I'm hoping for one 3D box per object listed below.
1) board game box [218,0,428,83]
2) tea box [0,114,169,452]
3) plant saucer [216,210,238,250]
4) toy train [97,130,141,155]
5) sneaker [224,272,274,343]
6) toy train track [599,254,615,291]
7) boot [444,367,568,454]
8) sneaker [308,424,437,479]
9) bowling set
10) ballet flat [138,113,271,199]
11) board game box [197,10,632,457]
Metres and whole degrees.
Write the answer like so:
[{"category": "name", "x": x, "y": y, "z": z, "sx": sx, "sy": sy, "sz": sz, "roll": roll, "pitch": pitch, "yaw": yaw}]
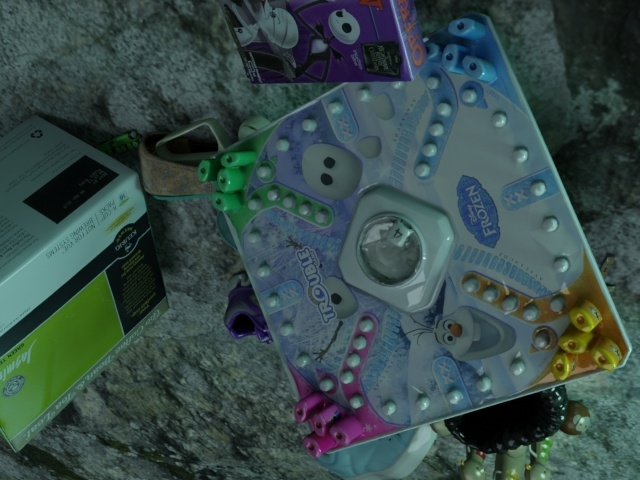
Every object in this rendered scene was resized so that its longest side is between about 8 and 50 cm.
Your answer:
[{"category": "board game box", "x": -0.036, "y": -0.307, "z": 0.758, "sx": 0.208, "sy": 0.056, "sz": 0.347, "roll": 3, "pitch": 132, "yaw": 31}, {"category": "tea box", "x": -0.423, "y": 0.062, "z": 1.171, "sx": 0.220, "sy": 0.329, "sz": 0.324, "roll": 28, "pitch": 144, "yaw": 23}, {"category": "plant saucer", "x": -0.095, "y": -0.018, "z": 1.196, "sx": 0.119, "sy": 0.021, "sz": 0.119, "roll": 14, "pitch": 139, "yaw": 12}, {"category": "toy train", "x": -0.287, "y": -0.138, "z": 1.160, "sx": 0.083, "sy": 0.017, "sz": 0.024, "roll": -12, "pitch": 119, "yaw": 36}, {"category": "sneaker", "x": -0.052, "y": 0.116, "z": 1.262, "sx": 0.236, "sy": 0.105, "sz": 0.095, "roll": -1, "pitch": 134, "yaw": 26}, {"category": "toy train track", "x": 0.362, "y": 0.053, "z": 1.046, "sx": 0.048, "sy": 0.014, "sz": 0.083, "roll": 3, "pitch": 133, "yaw": -2}, {"category": "boot", "x": 0.235, "y": 0.176, "z": 1.061, "sx": 0.131, "sy": 0.260, "sz": 0.348, "roll": 16, "pitch": 140, "yaw": 9}, {"category": "sneaker", "x": 0.080, "y": 0.337, "z": 1.423, "sx": 0.150, "sy": 0.135, "sz": 0.366, "roll": 28, "pitch": 140, "yaw": -10}, {"category": "bowling set", "x": 0.307, "y": 0.311, "z": 1.264, "sx": 0.199, "sy": 0.154, "sz": 0.287, "roll": -17, "pitch": 127, "yaw": 39}, {"category": "ballet flat", "x": -0.110, "y": -0.106, "z": 1.047, "sx": 0.316, "sy": 0.107, "sz": 0.106, "roll": 1, "pitch": 117, "yaw": 24}, {"category": "board game box", "x": 0.075, "y": 0.012, "z": 0.891, "sx": 0.390, "sy": 0.050, "sz": 0.390, "roll": -24, "pitch": 85, "yaw": 28}]
